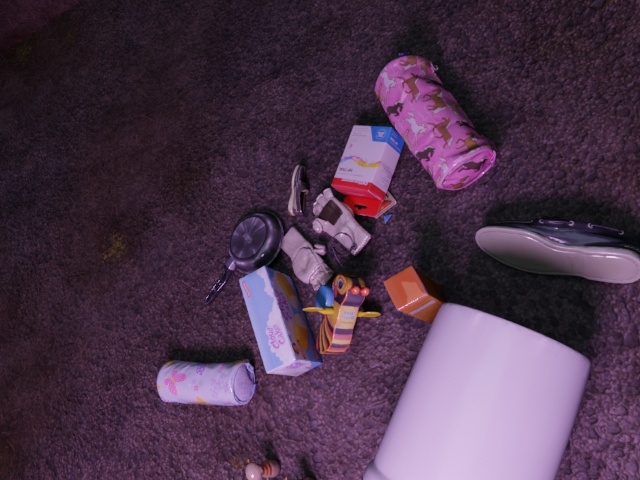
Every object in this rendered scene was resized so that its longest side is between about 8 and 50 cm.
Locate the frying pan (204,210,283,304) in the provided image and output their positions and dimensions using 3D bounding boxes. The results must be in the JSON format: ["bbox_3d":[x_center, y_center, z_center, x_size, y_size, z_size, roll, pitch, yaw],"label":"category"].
[{"bbox_3d":[-0.249,0.032,1.574,0.326,0.053,0.197,-31,55,18],"label":"frying pan"}]

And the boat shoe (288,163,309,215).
[{"bbox_3d":[-0.056,-0.144,1.536,0.049,0.056,0.152,5,86,23],"label":"boat shoe"}]

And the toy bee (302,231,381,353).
[{"bbox_3d":[0.050,0.145,1.293,0.162,0.195,0.298,-166,63,-67],"label":"toy bee"}]

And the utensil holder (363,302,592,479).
[{"bbox_3d":[0.307,0.355,1.036,0.328,0.328,0.385,20,82,30],"label":"utensil holder"}]

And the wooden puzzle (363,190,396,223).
[{"bbox_3d":[0.159,-0.105,1.436,0.078,0.014,0.116,-46,60,7],"label":"wooden puzzle"}]

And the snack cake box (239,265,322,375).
[{"bbox_3d":[-0.104,0.211,1.383,0.089,0.152,0.264,-29,64,15],"label":"snack cake box"}]

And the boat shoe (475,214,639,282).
[{"bbox_3d":[0.523,-0.001,1.170,0.340,0.127,0.113,8,48,36],"label":"boat shoe"}]

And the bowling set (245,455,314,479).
[{"bbox_3d":[-0.055,0.619,1.225,0.200,0.154,0.286,-29,64,15],"label":"bowling set"}]

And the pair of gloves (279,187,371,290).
[{"bbox_3d":[0.000,0.000,1.447,0.240,0.042,0.204,-45,60,19],"label":"pair of gloves"}]

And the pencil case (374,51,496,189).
[{"bbox_3d":[0.289,-0.305,1.358,0.167,0.160,0.386,-54,52,44],"label":"pencil case"}]

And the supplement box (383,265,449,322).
[{"bbox_3d":[0.226,0.127,1.200,0.080,0.233,0.078,-34,62,17],"label":"supplement box"}]

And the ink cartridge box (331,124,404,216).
[{"bbox_3d":[0.121,-0.189,1.433,0.134,0.078,0.230,13,79,42],"label":"ink cartridge box"}]

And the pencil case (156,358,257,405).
[{"bbox_3d":[-0.314,0.385,1.454,0.273,0.113,0.124,-7,61,24],"label":"pencil case"}]
